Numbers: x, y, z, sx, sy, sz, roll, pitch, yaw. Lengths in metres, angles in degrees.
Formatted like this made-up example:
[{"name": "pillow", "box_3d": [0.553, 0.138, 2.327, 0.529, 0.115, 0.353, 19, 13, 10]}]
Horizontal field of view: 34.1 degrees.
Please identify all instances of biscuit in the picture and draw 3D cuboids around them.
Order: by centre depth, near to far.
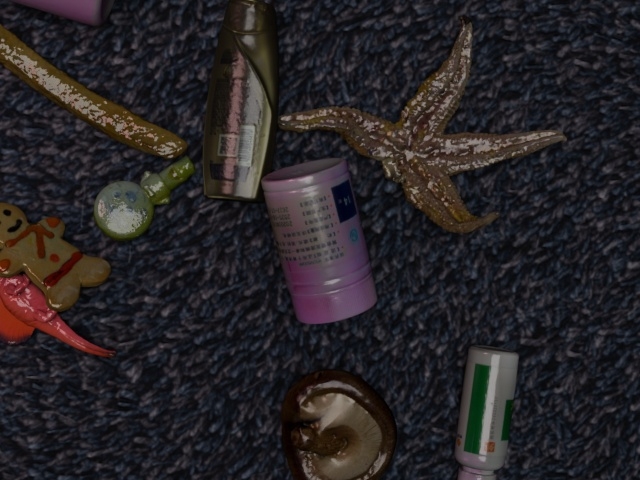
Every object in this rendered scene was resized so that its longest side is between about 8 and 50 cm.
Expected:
[{"name": "biscuit", "box_3d": [-0.482, 0.018, 1.768, 0.234, 0.030, 0.153, 40, 49, 7]}]

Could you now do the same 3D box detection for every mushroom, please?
[{"name": "mushroom", "box_3d": [0.028, 0.330, 1.817, 0.194, 0.138, 0.231, -2, 102, -19]}]

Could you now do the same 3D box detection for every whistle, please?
[{"name": "whistle", "box_3d": [-0.305, -0.079, 1.817, 0.198, 0.057, 0.104, -37, 88, -11]}]

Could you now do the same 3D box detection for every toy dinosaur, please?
[{"name": "toy dinosaur", "box_3d": [-0.502, 0.145, 1.799, 0.139, 0.070, 0.286, -44, 97, 7]}]

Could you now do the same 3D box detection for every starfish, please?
[{"name": "starfish", "box_3d": [0.191, -0.180, 1.817, 0.384, 0.132, 0.398, -40, 72, -3]}]

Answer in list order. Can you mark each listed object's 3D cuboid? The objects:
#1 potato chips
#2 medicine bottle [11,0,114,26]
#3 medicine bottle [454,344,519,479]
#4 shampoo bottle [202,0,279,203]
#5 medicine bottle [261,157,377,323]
[{"name": "potato chips", "box_3d": [-0.413, -0.246, 1.790, 0.407, 0.080, 0.057, 33, 71, -3]}, {"name": "medicine bottle", "box_3d": [-0.482, -0.480, 1.729, 0.290, 0.178, 0.178, 17, 89, -4]}, {"name": "medicine bottle", "box_3d": [0.291, 0.320, 1.852, 0.095, 0.095, 0.260, 9, 89, -5]}, {"name": "shampoo bottle", "box_3d": [-0.134, -0.242, 1.806, 0.125, 0.084, 0.350, 4, 90, 18]}, {"name": "medicine bottle", "box_3d": [0.000, 0.000, 1.773, 0.152, 0.152, 0.254, -15, 103, -5]}]
